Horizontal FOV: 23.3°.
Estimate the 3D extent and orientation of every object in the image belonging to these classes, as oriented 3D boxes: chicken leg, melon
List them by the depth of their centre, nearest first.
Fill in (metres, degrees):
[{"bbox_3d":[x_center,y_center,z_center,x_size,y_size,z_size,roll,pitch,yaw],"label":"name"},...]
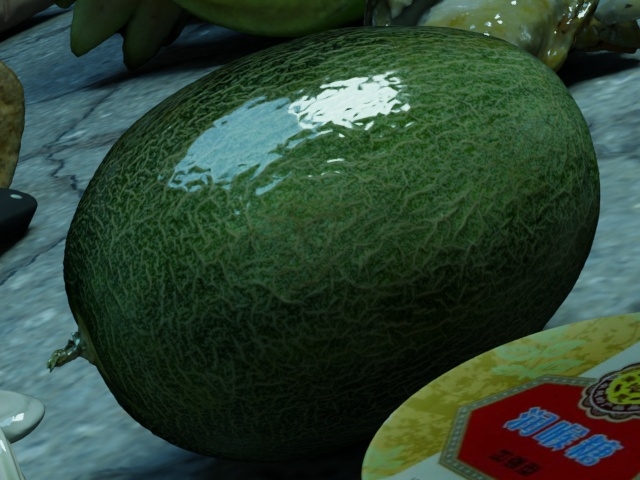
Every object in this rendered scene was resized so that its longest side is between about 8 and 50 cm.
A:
[{"bbox_3d":[0.000,0.000,0.434,0.167,0.114,0.114,-23,19,-15],"label":"melon"},{"bbox_3d":[0.070,-0.092,0.707,0.125,0.080,0.196,16,37,39],"label":"chicken leg"}]

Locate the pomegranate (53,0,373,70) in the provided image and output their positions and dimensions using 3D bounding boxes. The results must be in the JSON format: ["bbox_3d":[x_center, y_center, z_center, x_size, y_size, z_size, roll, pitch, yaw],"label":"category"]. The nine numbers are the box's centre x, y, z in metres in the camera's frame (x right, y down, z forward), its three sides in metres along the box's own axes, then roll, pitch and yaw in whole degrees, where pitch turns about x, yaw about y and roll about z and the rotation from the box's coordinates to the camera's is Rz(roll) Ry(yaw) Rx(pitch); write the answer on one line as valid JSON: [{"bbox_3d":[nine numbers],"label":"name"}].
[{"bbox_3d":[-0.053,-0.274,1.031,0.358,0.309,0.216,-48,8,43],"label":"pomegranate"}]

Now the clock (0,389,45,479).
[{"bbox_3d":[-0.140,0.096,0.379,0.151,0.062,0.191,-15,18,11],"label":"clock"}]

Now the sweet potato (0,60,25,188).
[{"bbox_3d":[-0.275,-0.031,0.837,0.251,0.097,0.097,-19,18,10],"label":"sweet potato"}]

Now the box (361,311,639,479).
[{"bbox_3d":[0.062,0.054,0.345,0.105,0.037,0.105,-16,18,5],"label":"box"}]

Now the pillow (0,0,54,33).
[{"bbox_3d":[-0.365,-0.219,1.473,0.223,0.084,0.236,0,29,42],"label":"pillow"}]

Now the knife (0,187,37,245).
[{"bbox_3d":[-0.200,0.003,0.671,0.072,0.019,0.245,21,17,10],"label":"knife"}]
